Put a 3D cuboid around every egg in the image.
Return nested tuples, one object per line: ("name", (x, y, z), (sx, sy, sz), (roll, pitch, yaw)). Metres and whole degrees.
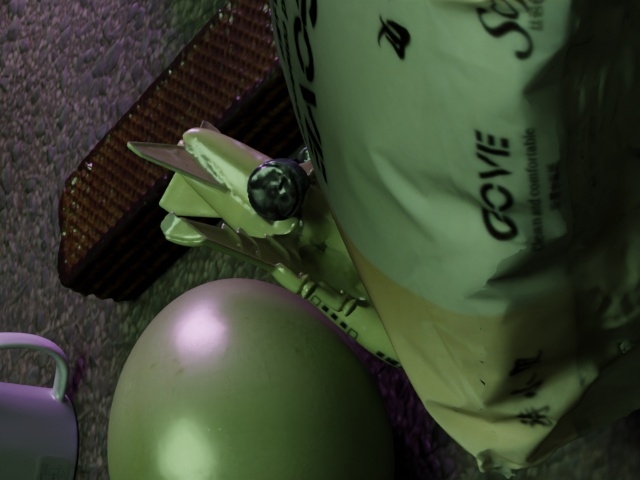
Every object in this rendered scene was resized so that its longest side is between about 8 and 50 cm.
("egg", (-0.048, 0.131, 1.247), (0.188, 0.188, 0.254), (-55, 29, 33))

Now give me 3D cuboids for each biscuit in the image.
("biscuit", (-0.103, -0.078, 1.518), (0.388, 0.073, 0.107), (-40, 46, 45))

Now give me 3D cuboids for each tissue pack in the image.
("tissue pack", (0.078, -0.111, 1.010), (0.390, 0.195, 0.376), (-116, 9, -48))

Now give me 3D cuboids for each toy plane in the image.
("toy plane", (0.000, 0.000, 1.223), (0.256, 0.242, 0.104), (28, 108, 15))

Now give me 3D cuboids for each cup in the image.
("cup", (-0.301, 0.179, 1.680), (0.173, 0.142, 0.134), (-48, 42, 38))
